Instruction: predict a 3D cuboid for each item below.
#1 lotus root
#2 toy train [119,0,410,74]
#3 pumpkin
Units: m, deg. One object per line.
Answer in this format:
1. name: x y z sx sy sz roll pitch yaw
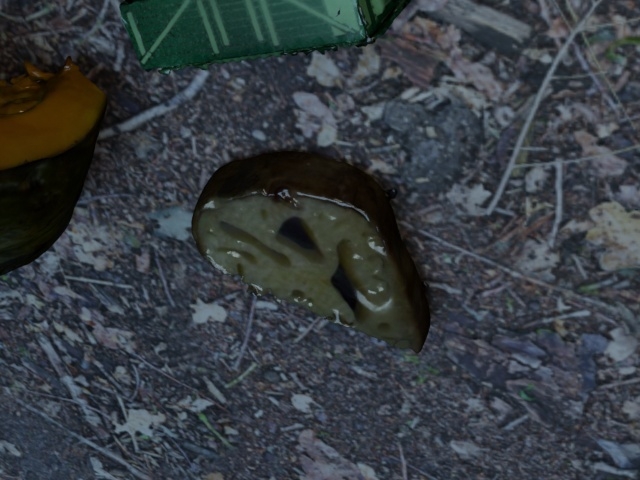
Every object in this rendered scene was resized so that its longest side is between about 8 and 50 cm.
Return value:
1. lotus root: 0.000 0.000 1.228 0.261 0.074 0.170 21 131 8
2. toy train: -0.062 -0.229 1.032 0.270 0.115 0.154 -3 121 27
3. pumpkin: -0.379 -0.098 1.204 0.303 0.256 0.225 39 139 13
